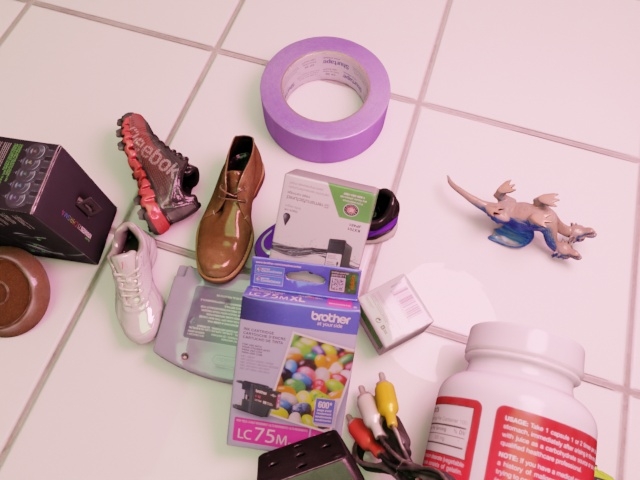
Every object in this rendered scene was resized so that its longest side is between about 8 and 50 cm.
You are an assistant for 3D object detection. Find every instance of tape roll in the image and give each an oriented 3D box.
[{"bbox_3d":[0.010,-0.308,1.041,0.275,0.090,0.274,0,67,-1],"label":"tape roll"}]

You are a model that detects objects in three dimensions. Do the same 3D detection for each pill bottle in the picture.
[{"bbox_3d":[0.268,0.340,0.700,0.229,0.229,0.407,17,69,6],"label":"pill bottle"}]

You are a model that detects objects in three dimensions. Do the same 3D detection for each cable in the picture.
[{"bbox_3d":[0.101,0.319,0.704,0.072,0.287,0.139,32,96,-15],"label":"cable"}]

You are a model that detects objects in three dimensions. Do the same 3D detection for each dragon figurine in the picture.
[{"bbox_3d":[0.379,-0.040,0.935,0.289,0.144,0.085,16,69,27],"label":"dragon figurine"}]

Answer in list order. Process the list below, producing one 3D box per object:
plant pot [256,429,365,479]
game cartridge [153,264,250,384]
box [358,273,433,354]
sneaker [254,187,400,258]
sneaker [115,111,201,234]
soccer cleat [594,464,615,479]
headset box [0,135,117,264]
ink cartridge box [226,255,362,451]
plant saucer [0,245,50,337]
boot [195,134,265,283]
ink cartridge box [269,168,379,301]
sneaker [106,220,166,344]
[{"bbox_3d":[-0.008,0.384,0.679,0.188,0.187,0.167,-17,86,-7],"label":"plant pot"},{"bbox_3d":[-0.138,0.160,0.866,0.294,0.060,0.196,9,64,3],"label":"game cartridge"},{"bbox_3d":[0.128,0.134,0.859,0.102,0.087,0.101,-26,70,-10],"label":"box"},{"bbox_3d":[0.013,-0.038,0.897,0.293,0.146,0.102,-17,69,-8],"label":"sneaker"},{"bbox_3d":[-0.321,-0.149,0.967,0.135,0.097,0.276,-21,71,-9],"label":"sneaker"},{"bbox_3d":[0.468,0.417,0.768,0.179,0.060,0.072,29,80,18],"label":"soccer cleat"},{"bbox_3d":[-0.539,-0.070,0.850,0.283,0.246,0.131,8,68,4],"label":"headset box"},{"bbox_3d":[-0.042,0.189,0.765,0.186,0.065,0.311,8,99,1],"label":"ink cartridge box"},{"bbox_3d":[-0.579,0.094,0.868,0.168,0.029,0.168,0,89,0],"label":"plant saucer"},{"bbox_3d":[-0.174,-0.069,0.905,0.112,0.115,0.305,8,60,0],"label":"boot"},{"bbox_3d":[0.000,0.000,0.802,0.153,0.087,0.208,13,105,5],"label":"ink cartridge box"},{"bbox_3d":[-0.344,0.071,0.865,0.090,0.115,0.232,-15,69,-7],"label":"sneaker"}]
